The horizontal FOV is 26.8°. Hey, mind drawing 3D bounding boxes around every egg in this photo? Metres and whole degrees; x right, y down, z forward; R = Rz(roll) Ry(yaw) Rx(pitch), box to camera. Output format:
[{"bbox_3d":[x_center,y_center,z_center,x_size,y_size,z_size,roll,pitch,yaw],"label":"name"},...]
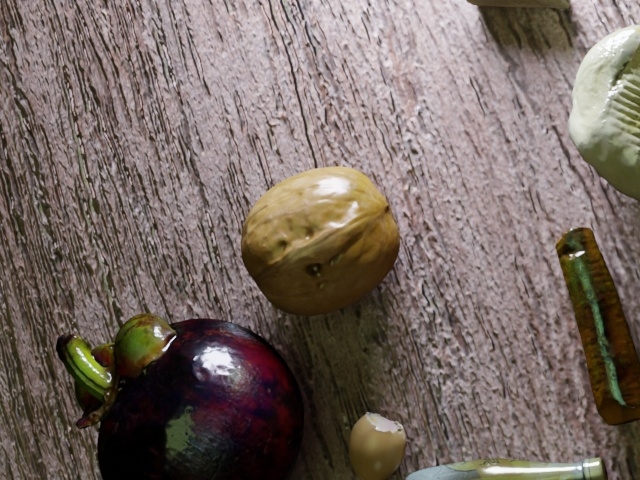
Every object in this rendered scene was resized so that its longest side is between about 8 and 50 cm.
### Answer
[{"bbox_3d":[0.076,0.288,1.858,0.080,0.080,0.096,26,105,23],"label":"egg"}]

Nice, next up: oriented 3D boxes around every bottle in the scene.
[{"bbox_3d":[0.244,0.325,1.777,0.269,0.083,0.083,-14,81,21],"label":"bottle"}]

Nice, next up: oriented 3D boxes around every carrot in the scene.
[{"bbox_3d":[0.363,0.110,1.750,0.070,0.070,0.260,-20,78,22],"label":"carrot"}]

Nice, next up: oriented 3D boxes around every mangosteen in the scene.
[{"bbox_3d":[-0.194,0.241,1.838,0.306,0.359,0.306,-39,32,31],"label":"mangosteen"}]

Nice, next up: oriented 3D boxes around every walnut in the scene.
[{"bbox_3d":[0.000,0.000,1.855,0.221,0.195,0.195,-25,77,19],"label":"walnut"}]

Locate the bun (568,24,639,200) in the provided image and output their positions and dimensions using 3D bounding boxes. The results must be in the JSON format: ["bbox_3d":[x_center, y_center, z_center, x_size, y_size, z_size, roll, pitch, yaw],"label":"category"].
[{"bbox_3d":[0.419,-0.159,1.708,0.229,0.145,0.230,2,81,-10],"label":"bun"}]

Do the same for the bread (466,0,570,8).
[{"bbox_3d":[0.266,-0.372,1.819,0.152,0.077,0.105,7,90,23],"label":"bread"}]
